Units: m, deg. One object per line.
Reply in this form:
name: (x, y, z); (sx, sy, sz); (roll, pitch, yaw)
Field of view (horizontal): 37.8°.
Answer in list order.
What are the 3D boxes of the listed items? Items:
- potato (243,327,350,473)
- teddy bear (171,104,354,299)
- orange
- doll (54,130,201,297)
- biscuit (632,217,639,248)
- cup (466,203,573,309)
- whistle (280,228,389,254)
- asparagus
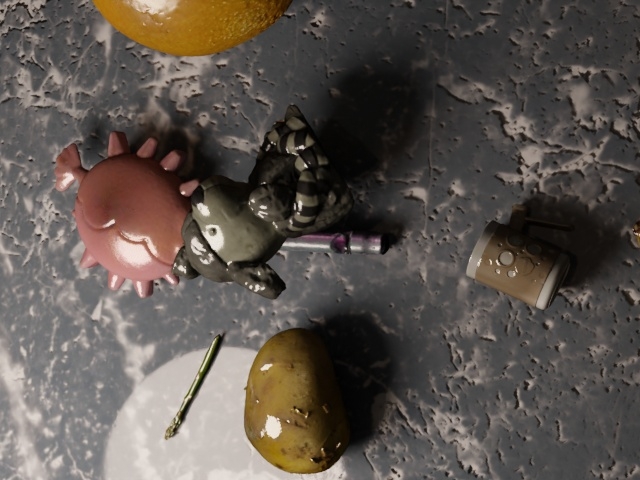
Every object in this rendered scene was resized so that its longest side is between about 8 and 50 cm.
potato: (-0.033, 0.197, 1.131); (0.137, 0.137, 0.176); (-22, 80, 19)
teddy bear: (-0.069, -0.028, 1.097); (0.251, 0.144, 0.171); (-43, 50, -5)
orange: (-0.152, -0.351, 1.110); (0.274, 0.274, 0.274); (0, 89, 21)
doll: (-0.252, -0.037, 1.235); (0.262, 0.093, 0.211); (30, 103, 18)
biscuit: (0.414, -0.006, 1.012); (0.131, 0.026, 0.237); (-26, 81, 17)
cup: (0.233, 0.021, 1.068); (0.099, 0.102, 0.074); (27, 137, 18)
whistle: (0.000, 0.000, 1.167); (0.176, 0.033, 0.033); (3, 90, 21)
asparagus: (-0.169, 0.195, 1.241); (0.016, 0.013, 0.166); (23, 101, -22)
